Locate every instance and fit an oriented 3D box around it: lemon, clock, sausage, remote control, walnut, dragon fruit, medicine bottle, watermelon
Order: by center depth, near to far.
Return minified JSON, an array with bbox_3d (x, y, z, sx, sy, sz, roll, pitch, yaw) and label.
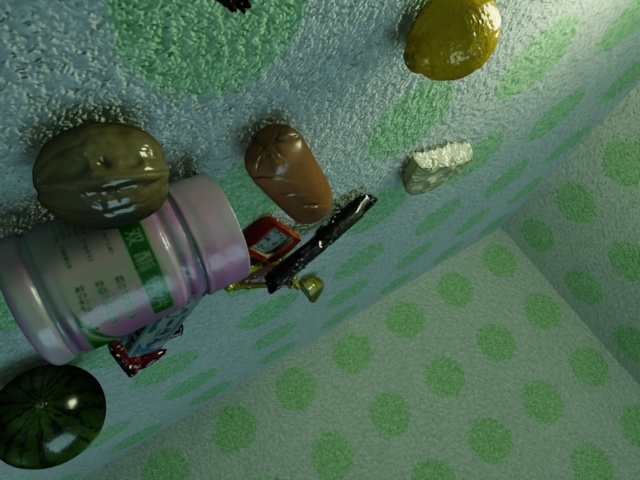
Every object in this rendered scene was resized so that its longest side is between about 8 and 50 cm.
[{"bbox_3d":[-0.285,-0.085,0.550,0.162,0.140,0.140,-19,155,-38],"label":"walnut"},{"bbox_3d":[-0.304,0.034,0.677,0.325,0.212,0.212,-24,157,-24],"label":"medicine bottle"},{"bbox_3d":[0.226,-0.352,0.716,0.187,0.142,0.142,-33,160,-8],"label":"lemon"},{"bbox_3d":[-0.056,-0.124,0.829,0.121,0.121,0.304,-35,160,3],"label":"sausage"},{"bbox_3d":[-0.644,0.414,0.982,0.242,0.243,0.242,-29,159,-12],"label":"watermelon"},{"bbox_3d":[-0.133,-0.005,1.070,0.113,0.061,0.155,-37,156,8],"label":"clock"},{"bbox_3d":[-0.463,0.268,1.109,0.192,0.122,0.093,-19,140,-28],"label":"dragon fruit"},{"bbox_3d":[0.000,0.000,1.163,0.398,0.062,0.144,-40,178,-19],"label":"remote control"}]

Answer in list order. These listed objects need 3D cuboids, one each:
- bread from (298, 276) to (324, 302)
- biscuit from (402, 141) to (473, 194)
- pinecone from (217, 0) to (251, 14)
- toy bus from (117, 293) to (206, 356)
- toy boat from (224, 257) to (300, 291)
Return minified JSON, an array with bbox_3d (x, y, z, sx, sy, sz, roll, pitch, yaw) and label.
[{"bbox_3d":[-0.030,0.184,1.604,0.094,0.083,0.157,-39,161,7],"label":"bread"},{"bbox_3d":[0.358,-0.215,1.295,0.280,0.084,0.179,-21,156,-32],"label":"biscuit"},{"bbox_3d":[-0.094,-0.302,0.431,0.102,0.102,0.110,78,37,-68],"label":"pinecone"},{"bbox_3d":[-0.363,0.135,0.931,0.106,0.131,0.297,-4,144,-52],"label":"toy bus"},{"bbox_3d":[-0.172,0.103,1.201,0.141,0.099,0.317,-46,154,21],"label":"toy boat"}]
